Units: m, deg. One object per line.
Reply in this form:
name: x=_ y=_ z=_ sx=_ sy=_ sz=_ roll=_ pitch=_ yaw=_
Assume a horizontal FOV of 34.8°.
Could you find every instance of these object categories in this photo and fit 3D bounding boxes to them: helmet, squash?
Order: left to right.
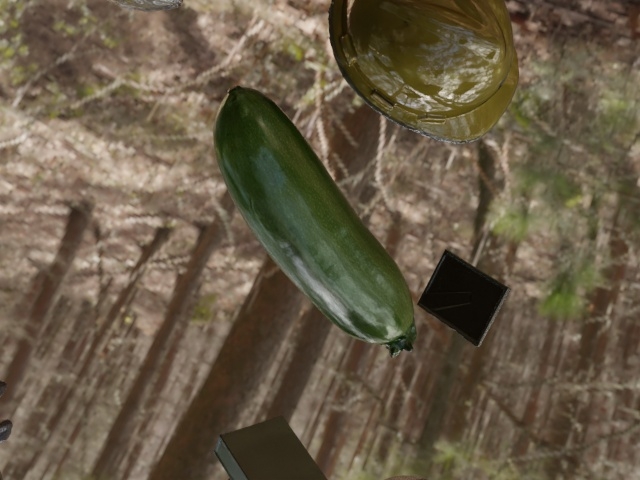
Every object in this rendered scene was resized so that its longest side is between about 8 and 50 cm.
squash: x=0.000 y=0.000 z=1.106 sx=0.107 sy=0.107 sz=0.395 roll=0 pitch=138 yaw=42
helmet: x=0.141 y=-0.234 z=1.155 sx=0.257 sy=0.205 sz=0.140 roll=36 pitch=168 yaw=-11

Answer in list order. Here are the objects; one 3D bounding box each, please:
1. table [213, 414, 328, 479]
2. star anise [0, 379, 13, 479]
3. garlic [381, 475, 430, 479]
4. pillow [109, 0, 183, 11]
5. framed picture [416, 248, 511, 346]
table: x=-0.059 y=0.401 z=1.544 sx=0.240 sy=0.121 sz=0.111 roll=50 pitch=135 yaw=34
star anise: x=-0.529 y=0.219 z=1.309 sx=0.359 sy=0.316 sz=0.139 roll=48 pitch=-175 yaw=-9
garlic: x=0.089 y=0.428 z=1.268 sx=0.317 sy=0.259 sz=0.317 roll=3 pitch=127 yaw=5
pillow: x=-0.249 y=-0.290 z=1.008 sx=0.232 sy=0.038 sz=0.130 roll=31 pitch=164 yaw=-38
framed picture: x=0.233 y=0.093 z=1.680 sx=0.011 sy=0.109 sz=0.149 roll=19 pitch=-168 yaw=-45
